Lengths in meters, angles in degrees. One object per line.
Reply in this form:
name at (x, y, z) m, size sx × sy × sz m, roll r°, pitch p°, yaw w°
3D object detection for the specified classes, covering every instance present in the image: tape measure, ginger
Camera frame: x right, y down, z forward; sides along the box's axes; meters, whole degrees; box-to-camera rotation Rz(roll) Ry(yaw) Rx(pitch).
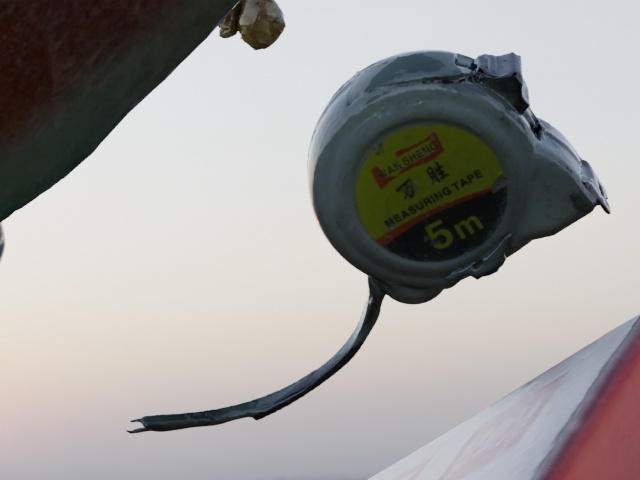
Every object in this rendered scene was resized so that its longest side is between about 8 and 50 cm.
tape measure at (0.001, 0.000, 1.084) m, size 0.330 × 0.164 × 0.084 m, roll -28°, pitch 16°, yaw 16°
ginger at (-0.051, -0.277, 1.505) m, size 0.052 × 0.193 × 0.176 m, roll 13°, pitch -53°, yaw -50°

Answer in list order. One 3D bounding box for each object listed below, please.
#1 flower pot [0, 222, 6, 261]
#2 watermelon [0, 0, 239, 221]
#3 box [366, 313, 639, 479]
flower pot at (-0.350, -0.009, 0.747) m, size 0.379 × 0.251 × 0.379 m, roll 29°, pitch -20°, yaw 12°
watermelon at (-0.083, -0.061, 0.379) m, size 0.207 × 0.136 × 0.202 m, roll -17°, pitch 8°, yaw 11°
box at (-0.005, 0.111, 0.419) m, size 0.229 × 0.050 × 0.123 m, roll -38°, pitch 4°, yaw 41°
